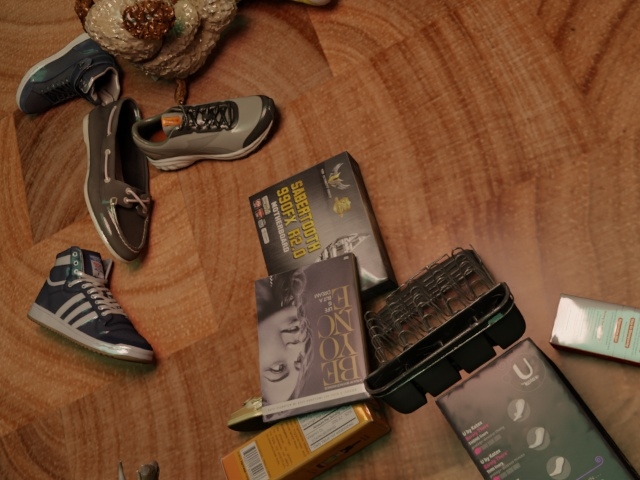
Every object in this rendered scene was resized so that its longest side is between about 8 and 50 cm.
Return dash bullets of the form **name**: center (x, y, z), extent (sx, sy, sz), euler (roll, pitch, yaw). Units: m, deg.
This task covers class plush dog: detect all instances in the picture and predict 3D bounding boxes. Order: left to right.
- **plush dog**: center (-0.307, -0.363, 1.369), extent (0.262, 0.225, 0.210), euler (11, 94, 34)

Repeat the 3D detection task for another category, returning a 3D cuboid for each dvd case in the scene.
- **dvd case**: center (-0.015, 0.137, 1.121), extent (0.165, 0.018, 0.221), euler (-17, 61, 19)

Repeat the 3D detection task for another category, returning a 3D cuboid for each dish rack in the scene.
- **dish rack**: center (0.145, 0.096, 1.029), extent (0.208, 0.074, 0.271), euler (-36, 21, 10)

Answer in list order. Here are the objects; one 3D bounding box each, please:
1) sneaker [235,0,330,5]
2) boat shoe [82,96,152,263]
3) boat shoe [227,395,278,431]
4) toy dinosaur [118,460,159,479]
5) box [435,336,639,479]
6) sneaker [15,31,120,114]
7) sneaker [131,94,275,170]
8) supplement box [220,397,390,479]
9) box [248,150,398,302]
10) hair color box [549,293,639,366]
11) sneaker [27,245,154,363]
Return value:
- **sneaker**: center (-0.134, -0.493, 1.435), extent (0.385, 0.145, 0.147), euler (31, 119, 27)
- **boat shoe**: center (-0.354, -0.121, 1.397), extent (0.095, 0.112, 0.335), euler (-29, 59, 19)
- **boat shoe**: center (-0.071, 0.241, 1.168), extent (0.153, 0.056, 0.048), euler (-26, 53, 13)
- **toy dinosaur**: center (-0.239, 0.480, 1.099), extent (0.121, 0.160, 0.313), euler (-24, 63, 16)
- **box**: center (0.282, 0.272, 0.924), extent (0.143, 0.165, 0.270), euler (-37, 61, 9)
- **sneaker**: center (-0.493, -0.294, 1.538), extent (0.226, 0.086, 0.163), euler (-38, 58, 7)
- **sneaker**: center (-0.204, -0.193, 1.355), extent (0.272, 0.108, 0.100), euler (-14, 65, 19)
- **supplement box**: center (-0.022, 0.291, 1.113), extent (0.233, 0.078, 0.080), euler (-32, 58, 11)
- **box**: center (0.000, 0.000, 1.218), extent (0.183, 0.056, 0.231), euler (-24, 64, 17)
- **hair color box**: center (0.375, 0.118, 1.006), extent (0.141, 0.043, 0.072), euler (11, 77, 29)
- **sneaker**: center (-0.376, 0.104, 1.334), extent (0.282, 0.099, 0.153), euler (17, 82, 32)
